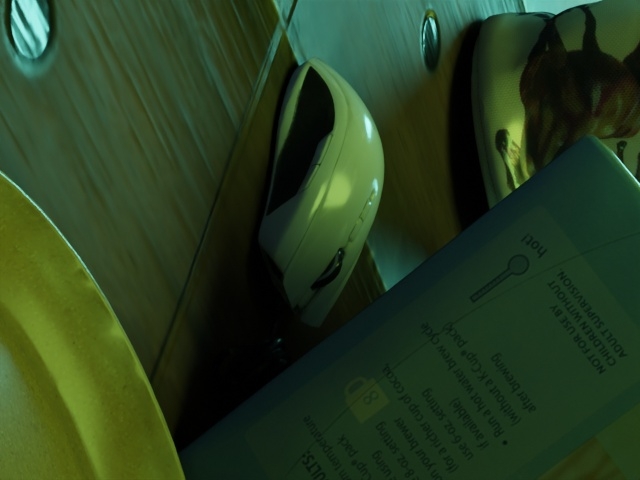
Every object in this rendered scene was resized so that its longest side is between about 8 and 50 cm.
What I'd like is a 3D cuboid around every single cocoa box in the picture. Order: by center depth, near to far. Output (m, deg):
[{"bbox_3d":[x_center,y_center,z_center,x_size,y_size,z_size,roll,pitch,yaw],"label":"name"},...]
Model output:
[{"bbox_3d":[0.146,0.176,0.813,0.347,0.231,0.228,55,7,26],"label":"cocoa box"}]

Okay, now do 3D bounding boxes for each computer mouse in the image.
[{"bbox_3d":[0.000,0.000,0.908,0.106,0.042,0.193,54,40,-55],"label":"computer mouse"}]

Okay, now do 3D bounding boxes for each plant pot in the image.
[{"bbox_3d":[-0.097,0.082,0.582,0.236,0.032,0.236,57,21,-35],"label":"plant pot"}]

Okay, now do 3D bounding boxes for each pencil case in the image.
[{"bbox_3d":[0.290,-0.079,1.203,0.160,0.410,0.183,68,16,-57],"label":"pencil case"}]
